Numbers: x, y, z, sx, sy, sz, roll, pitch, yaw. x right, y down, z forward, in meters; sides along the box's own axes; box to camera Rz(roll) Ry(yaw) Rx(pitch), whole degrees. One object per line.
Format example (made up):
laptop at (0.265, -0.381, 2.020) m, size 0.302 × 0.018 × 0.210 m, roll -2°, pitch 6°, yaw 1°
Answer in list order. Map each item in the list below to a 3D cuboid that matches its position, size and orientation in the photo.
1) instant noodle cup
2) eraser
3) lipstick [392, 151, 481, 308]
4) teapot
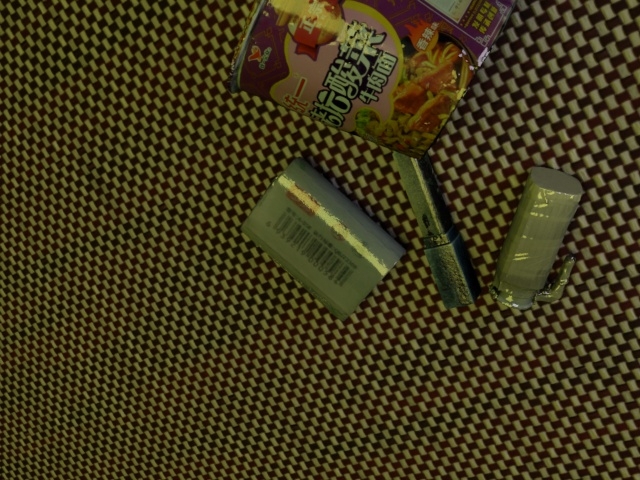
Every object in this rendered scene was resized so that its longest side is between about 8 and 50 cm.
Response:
instant noodle cup at (0.074, -0.267, 1.164) m, size 0.265 × 0.340 × 0.340 m, roll 31°, pitch 123°, yaw 1°
eraser at (0.000, 0.000, 1.458) m, size 0.227 × 0.081 × 0.174 m, roll 41°, pitch 128°, yaw 2°
lipstick at (0.162, -0.050, 1.375) m, size 0.051 × 0.051 × 0.312 m, roll -15°, pitch 104°, yaw 32°
teapot at (0.317, 0.004, 1.310) m, size 0.107 × 0.077 × 0.201 m, roll 13°, pitch 120°, yaw -2°
